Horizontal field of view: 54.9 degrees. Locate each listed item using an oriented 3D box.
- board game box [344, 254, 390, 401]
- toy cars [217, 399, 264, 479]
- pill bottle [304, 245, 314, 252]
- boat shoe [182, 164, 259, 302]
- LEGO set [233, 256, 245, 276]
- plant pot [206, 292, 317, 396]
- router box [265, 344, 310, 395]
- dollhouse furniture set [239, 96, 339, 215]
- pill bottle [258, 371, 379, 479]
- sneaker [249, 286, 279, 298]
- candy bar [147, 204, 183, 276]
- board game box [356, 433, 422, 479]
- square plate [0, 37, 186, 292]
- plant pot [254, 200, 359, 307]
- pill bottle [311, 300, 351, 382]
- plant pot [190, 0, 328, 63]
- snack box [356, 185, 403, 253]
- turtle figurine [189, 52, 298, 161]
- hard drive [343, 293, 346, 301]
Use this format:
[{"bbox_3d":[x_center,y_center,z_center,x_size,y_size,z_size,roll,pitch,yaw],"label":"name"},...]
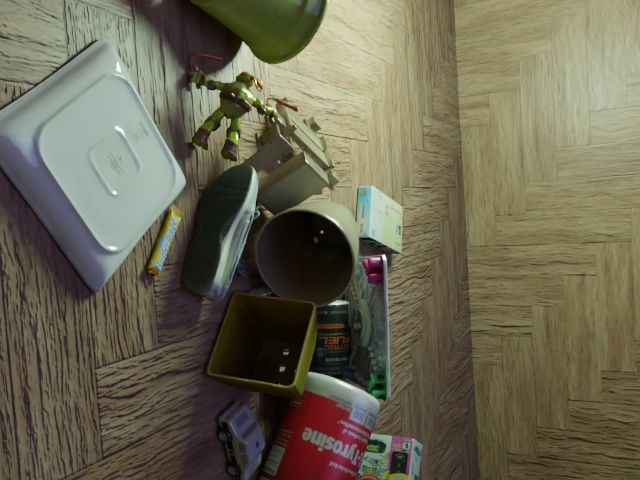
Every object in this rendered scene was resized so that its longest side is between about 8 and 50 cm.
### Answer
[{"bbox_3d":[0.115,0.243,1.814,0.390,0.050,0.390,166,-77,-77],"label":"board game box"},{"bbox_3d":[-0.187,0.577,1.421,0.176,0.087,0.394,40,53,-55],"label":"toy cars"},{"bbox_3d":[-0.048,0.079,1.742,0.067,0.067,0.120,17,73,-61],"label":"pill bottle"},{"bbox_3d":[-0.213,-0.021,1.396,0.103,0.118,0.321,49,50,-58],"label":"boat shoe"},{"bbox_3d":[-0.201,0.063,1.499,0.083,0.023,0.054,23,68,-60],"label":"LEGO set"},{"bbox_3d":[-0.117,0.272,1.475,0.187,0.212,0.212,71,29,-54],"label":"plant pot"},{"bbox_3d":[-0.086,0.351,1.673,0.179,0.046,0.133,21,69,-60],"label":"router box"},{"bbox_3d":[-0.117,-0.258,1.666,0.303,0.173,0.356,41,24,-43],"label":"dollhouse furniture set"},{"bbox_3d":[-0.018,0.563,1.561,0.229,0.228,0.408,48,58,-51],"label":"pill bottle"},{"bbox_3d":[-0.129,0.154,1.596,0.158,0.061,0.065,-5,99,-61],"label":"sneaker"},{"bbox_3d":[-0.323,0.002,1.281,0.040,0.018,0.162,51,44,-48],"label":"candy bar"},{"bbox_3d":[0.191,0.786,1.976,0.097,0.223,0.304,48,47,-52],"label":"board game box"},{"bbox_3d":[-0.392,-0.144,1.128,0.344,0.049,0.347,-62,140,-43],"label":"square plate"},{"bbox_3d":[0.000,0.000,1.605,0.274,0.256,0.257,-49,130,-63],"label":"plant pot"},{"bbox_3d":[0.026,0.301,1.800,0.130,0.130,0.246,2,86,-62],"label":"pill bottle"},{"bbox_3d":[-0.163,-0.579,1.406,0.253,0.276,0.276,9,79,-50],"label":"plant pot"},{"bbox_3d":[0.224,-0.070,2.275,0.322,0.060,0.187,24,67,-60],"label":"snack box"},{"bbox_3d":[-0.186,-0.294,1.392,0.269,0.087,0.218,25,78,-22],"label":"turtle figurine"},{"bbox_3d":[0.140,0.252,2.114,0.210,0.040,0.319,-2,90,-62],"label":"hard drive"}]
